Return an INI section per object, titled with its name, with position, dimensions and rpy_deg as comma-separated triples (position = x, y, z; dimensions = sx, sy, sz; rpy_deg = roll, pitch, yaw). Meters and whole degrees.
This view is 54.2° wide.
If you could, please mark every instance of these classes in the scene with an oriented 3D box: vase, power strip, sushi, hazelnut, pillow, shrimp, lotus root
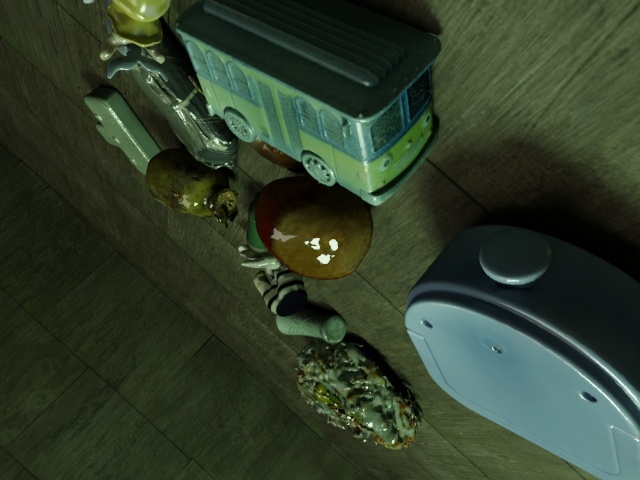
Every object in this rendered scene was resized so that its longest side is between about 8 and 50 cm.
[vase]
position = -0.024, 0.226, 1.700
dimensions = 0.219, 0.096, 0.096
rpy_deg = 4, 137, 54
[power strip]
position = -0.513, -0.279, 1.627
dimensions = 0.194, 0.059, 0.264
rpy_deg = 19, 150, 45
[sushi]
position = 0.101, 0.435, 1.756
dimensions = 0.418, 0.176, 0.417
rpy_deg = 36, 158, 17
[hazelnut]
position = -0.006, -0.036, 1.075
dimensions = 0.210, 0.210, 0.186
rpy_deg = 46, 135, -9
[pillow]
position = -0.262, -0.262, 1.177
dimensions = 0.162, 0.092, 0.335
rpy_deg = 16, 147, 57
[shrimp]
position = -0.103, -0.208, 1.052
dimensions = 0.117, 0.066, 0.262
rpy_deg = -4, 146, 43
[lotus root]
position = -0.280, -0.122, 1.415
dimensions = 0.278, 0.154, 0.154
rpy_deg = 29, 155, 33

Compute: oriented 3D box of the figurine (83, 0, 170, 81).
[figurine]
position = -0.288, -0.355, 0.974
dimensions = 0.184, 0.129, 0.208
rpy_deg = -5, 92, 60

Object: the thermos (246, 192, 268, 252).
[thermos]
position = -0.126, -0.046, 1.397
dimensions = 0.073, 0.083, 0.187
rpy_deg = 19, 155, 0

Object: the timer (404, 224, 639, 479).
[timer]
position = 0.296, 0.126, 0.838
dimensions = 0.395, 0.173, 0.395
rpy_deg = 37, 159, 17

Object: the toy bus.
[toy bus]
position = -0.013, -0.198, 0.789
dimensions = 0.312, 0.152, 0.190
rpy_deg = 32, 157, 26

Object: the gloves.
[gloves]
position = -0.115, 0.078, 1.562
dimensions = 0.140, 0.132, 0.218
rpy_deg = 70, 176, -53
